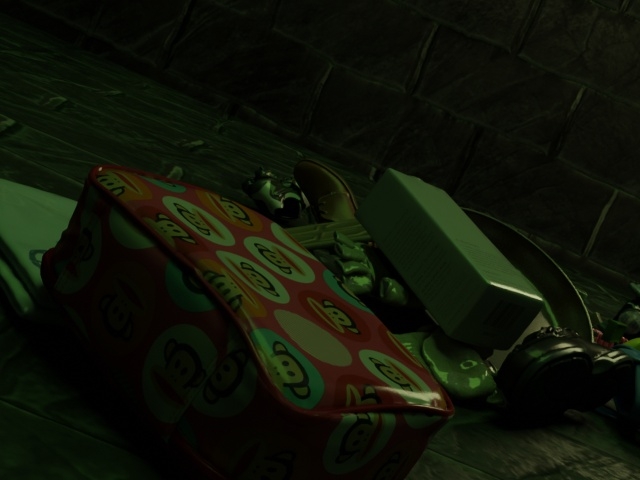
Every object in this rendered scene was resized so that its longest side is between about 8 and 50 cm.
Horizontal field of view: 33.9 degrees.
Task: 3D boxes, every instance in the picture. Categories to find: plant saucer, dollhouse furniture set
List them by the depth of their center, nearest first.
[{"bbox_3d":[0.231,0.079,1.437,0.311,0.050,0.310,19,40,-17],"label":"plant saucer"},{"bbox_3d":[0.441,0.128,1.790,0.152,0.076,0.058,31,11,33],"label":"dollhouse furniture set"}]

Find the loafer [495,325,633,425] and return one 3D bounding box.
[{"bbox_3d":[0.275,0.151,1.254,0.095,0.109,0.302,39,17,32],"label":"loafer"}]

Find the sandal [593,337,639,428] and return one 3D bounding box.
[{"bbox_3d":[0.453,0.223,1.369,0.138,0.126,0.317,6,12,-30],"label":"sandal"}]

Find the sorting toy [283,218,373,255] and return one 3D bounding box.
[{"bbox_3d":[0.000,0.000,1.491,0.208,0.038,0.193,-3,9,3],"label":"sorting toy"}]

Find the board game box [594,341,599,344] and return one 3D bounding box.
[{"bbox_3d":[0.476,0.200,1.804,0.154,0.026,0.103,32,12,40],"label":"board game box"}]

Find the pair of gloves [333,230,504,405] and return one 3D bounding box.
[{"bbox_3d":[0.114,0.091,1.223,0.204,0.042,0.240,20,30,-29],"label":"pair of gloves"}]

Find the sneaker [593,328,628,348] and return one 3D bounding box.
[{"bbox_3d":[0.525,0.190,1.953,0.119,0.047,0.057,24,-2,-11],"label":"sneaker"}]

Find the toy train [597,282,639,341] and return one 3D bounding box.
[{"bbox_3d":[0.671,0.186,2.101,0.190,0.142,0.334,41,12,19],"label":"toy train"}]

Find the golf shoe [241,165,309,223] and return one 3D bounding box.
[{"bbox_3d":[-0.061,-0.062,1.817,0.094,0.077,0.198,52,18,21],"label":"golf shoe"}]

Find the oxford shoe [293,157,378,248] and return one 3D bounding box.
[{"bbox_3d":[0.014,-0.055,1.759,0.076,0.076,0.212,-16,60,-46],"label":"oxford shoe"}]

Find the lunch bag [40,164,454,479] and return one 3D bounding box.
[{"bbox_3d":[-0.044,0.068,0.793,0.258,0.120,0.293,12,26,-50],"label":"lunch bag"}]

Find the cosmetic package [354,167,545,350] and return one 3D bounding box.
[{"bbox_3d":[0.150,0.021,1.261,0.117,0.085,0.231,19,24,-42],"label":"cosmetic package"}]

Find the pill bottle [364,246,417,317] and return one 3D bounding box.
[{"bbox_3d":[0.147,0.068,1.504,0.160,0.087,0.087,22,9,-16],"label":"pill bottle"}]

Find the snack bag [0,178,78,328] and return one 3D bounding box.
[{"bbox_3d":[-0.185,0.031,1.012,0.323,0.037,0.342,18,11,-38],"label":"snack bag"}]
